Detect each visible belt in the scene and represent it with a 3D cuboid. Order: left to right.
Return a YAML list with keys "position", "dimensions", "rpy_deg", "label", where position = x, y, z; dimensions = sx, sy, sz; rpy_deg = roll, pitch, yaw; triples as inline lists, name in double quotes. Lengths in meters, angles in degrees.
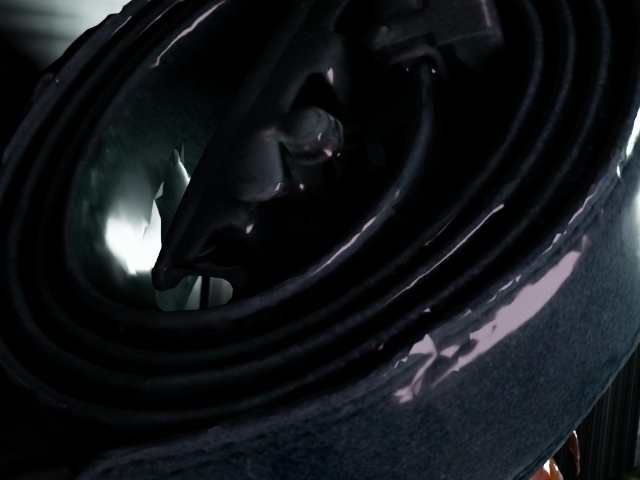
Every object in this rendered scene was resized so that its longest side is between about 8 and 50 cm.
- position: [0.000, 0.000, 0.526]
  dimensions: [0.267, 0.206, 0.116]
  rpy_deg: [-53, 142, -25]
  label: "belt"

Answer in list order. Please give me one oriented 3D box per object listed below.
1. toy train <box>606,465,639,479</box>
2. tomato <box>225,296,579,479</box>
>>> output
- position: [0.094, 0.244, 0.746]
  dimensions: [0.150, 0.221, 0.304]
  rpy_deg: [12, 88, -53]
  label: "toy train"
- position: [0.016, 0.093, 0.649]
  dimensions: [0.167, 0.167, 0.167]
  rpy_deg: [-25, 119, -56]
  label: "tomato"
